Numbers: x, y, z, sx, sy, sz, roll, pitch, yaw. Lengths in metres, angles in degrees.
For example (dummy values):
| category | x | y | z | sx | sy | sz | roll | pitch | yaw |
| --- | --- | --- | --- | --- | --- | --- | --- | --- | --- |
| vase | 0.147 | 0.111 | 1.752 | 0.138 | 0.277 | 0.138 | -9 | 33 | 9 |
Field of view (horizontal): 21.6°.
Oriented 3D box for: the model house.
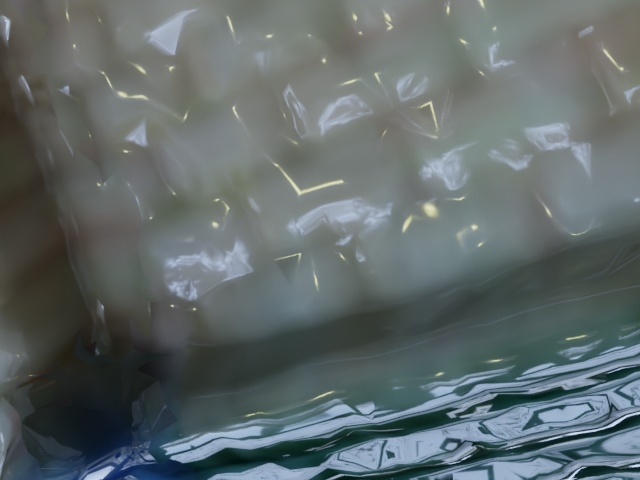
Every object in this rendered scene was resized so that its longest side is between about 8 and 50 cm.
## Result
| category | x | y | z | sx | sy | sz | roll | pitch | yaw |
| --- | --- | --- | --- | --- | --- | --- | --- | --- | --- |
| model house | 0.000 | 0.000 | 0.628 | 0.445 | 0.400 | 0.395 | -21 | 175 | 30 |
